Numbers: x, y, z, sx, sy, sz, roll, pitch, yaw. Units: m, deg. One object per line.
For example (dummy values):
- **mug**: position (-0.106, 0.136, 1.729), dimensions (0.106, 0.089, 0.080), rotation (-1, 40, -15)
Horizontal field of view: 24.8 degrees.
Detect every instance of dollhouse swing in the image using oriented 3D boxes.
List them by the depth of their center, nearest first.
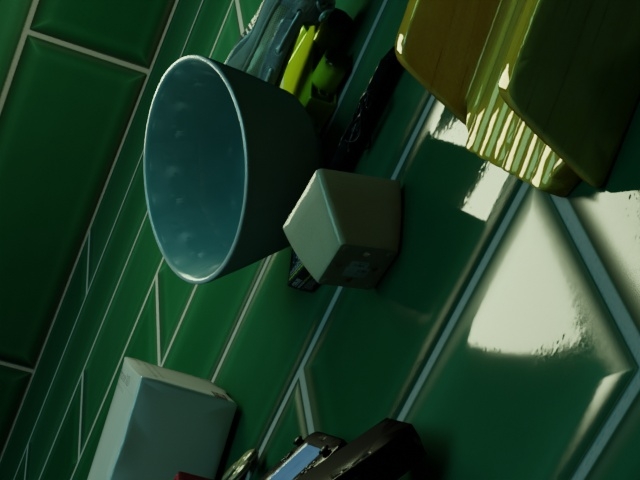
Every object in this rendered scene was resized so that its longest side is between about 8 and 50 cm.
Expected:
- **dollhouse swing**: position (0.107, -0.250, 1.317), dimensions (0.347, 0.305, 0.315), rotation (-134, 63, -70)

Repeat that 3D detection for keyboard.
- **keyboard**: position (0.059, -0.151, 1.866), dimensions (0.192, 0.038, 0.100), rotation (-65, -5, 29)

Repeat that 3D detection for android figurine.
- **android figurine**: position (-0.030, -0.211, 2.154), dimensions (0.273, 0.056, 0.248), rotation (128, 153, -47)

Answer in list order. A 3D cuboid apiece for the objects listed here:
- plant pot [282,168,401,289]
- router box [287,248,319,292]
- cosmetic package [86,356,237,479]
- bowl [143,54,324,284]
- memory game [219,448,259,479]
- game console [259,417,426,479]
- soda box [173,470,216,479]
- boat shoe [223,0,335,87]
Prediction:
- **plant pot**: position (0.033, -0.005, 1.673), dimensions (0.109, 0.109, 0.096), rotation (-59, 34, 40)
- **router box**: position (0.000, 0.000, 1.872), dimensions (0.122, 0.038, 0.092), rotation (132, 151, -55)
- **cosmetic package**: position (-0.261, 0.381, 2.131), dimensions (0.217, 0.156, 0.385), rotation (-175, 100, -75)
- **bowl**: position (-0.107, -0.098, 2.003), dimensions (0.311, 0.163, 0.312), rotation (6, 97, 59)
- **memory game**: position (-0.145, 0.340, 1.897), dimensions (0.186, 0.012, 0.186), rotation (-48, 1, 1)
- **game console**: position (-0.021, 0.252, 1.493), dimensions (0.213, 0.044, 0.361), rotation (-33, 1, -11)
- **soda box**: position (-0.014, 0.285, 1.242), dimensions (0.092, 0.263, 0.083), rotation (-99, 31, -55)
- **boat shoe**: position (-0.045, -0.301, 2.078), dimensions (0.320, 0.103, 0.118), rotation (-54, 5, 22)
